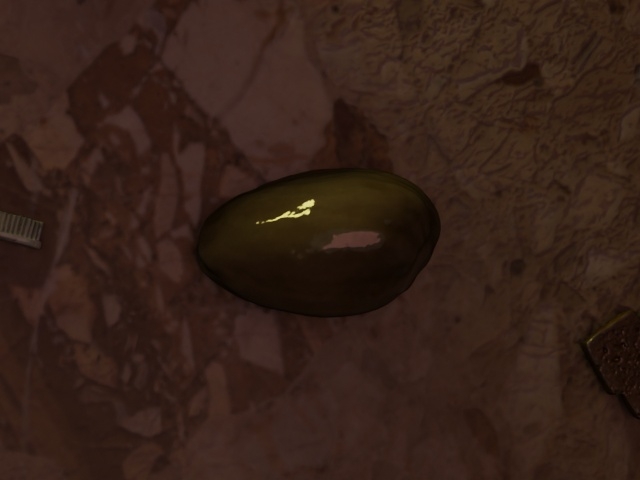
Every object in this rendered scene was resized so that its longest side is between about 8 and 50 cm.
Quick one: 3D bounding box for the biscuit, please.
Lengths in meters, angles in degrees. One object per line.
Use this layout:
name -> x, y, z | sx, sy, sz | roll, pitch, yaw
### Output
biscuit -> 0.277, 0.099, 0.966 | 0.130, 0.019, 0.119 | 17, 85, -12

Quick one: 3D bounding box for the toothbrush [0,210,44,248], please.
toothbrush -> -0.328, -0.033, 0.833 | 0.257, 0.018, 0.024 | 13, 83, -12

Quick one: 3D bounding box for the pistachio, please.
pistachio -> 0.000, 0.000, 0.865 | 0.185, 0.108, 0.126 | -8, 63, -6
